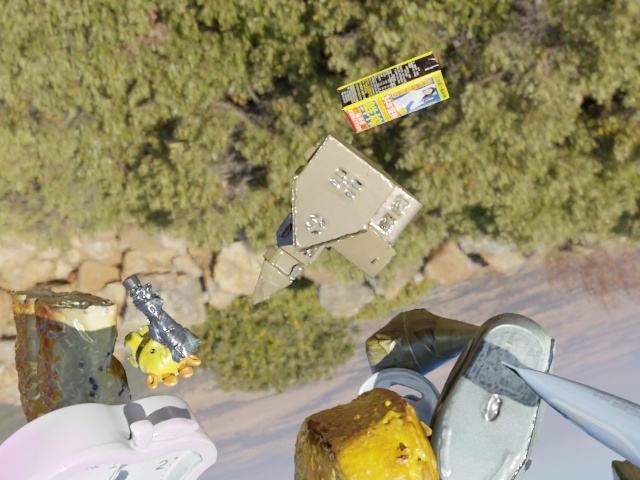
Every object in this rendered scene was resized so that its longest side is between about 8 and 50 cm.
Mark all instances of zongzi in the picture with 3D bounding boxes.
[{"bbox_3d":[0.274,0.210,1.926,0.300,0.145,0.274,-22,-176,27],"label":"zongzi"}]

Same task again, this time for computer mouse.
[{"bbox_3d":[0.327,0.322,1.609,0.203,0.374,0.114,23,172,12],"label":"computer mouse"}]

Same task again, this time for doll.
[{"bbox_3d":[-0.401,0.298,2.103,0.143,0.135,0.221,-26,-145,-33],"label":"doll"}]

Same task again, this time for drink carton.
[{"bbox_3d":[0.118,-0.239,1.365,0.165,0.056,0.071,-20,148,11],"label":"drink carton"}]

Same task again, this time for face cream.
[{"bbox_3d":[0.432,0.264,1.166,0.086,0.385,0.135,-61,147,-5],"label":"face cream"}]

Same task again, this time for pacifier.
[{"bbox_3d":[0.157,0.407,1.768,0.227,0.279,0.207,17,173,18],"label":"pacifier"}]

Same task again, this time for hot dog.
[{"bbox_3d":[-0.549,0.295,1.880,0.196,0.365,0.367,-4,-173,-38],"label":"hot dog"}]

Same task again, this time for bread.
[{"bbox_3d":[0.077,0.433,1.465,0.204,0.337,0.358,-1,-178,-17],"label":"bread"}]

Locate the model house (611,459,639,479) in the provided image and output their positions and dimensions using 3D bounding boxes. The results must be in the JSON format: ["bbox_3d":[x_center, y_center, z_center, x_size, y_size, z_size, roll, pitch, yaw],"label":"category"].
[{"bbox_3d":[0.761,0.611,1.771,0.334,0.382,0.342,25,123,-25],"label":"model house"}]

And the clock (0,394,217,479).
[{"bbox_3d":[-0.329,0.354,1.260,0.338,0.102,0.338,-26,145,-20],"label":"clock"}]

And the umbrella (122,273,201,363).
[{"bbox_3d":[-0.368,0.174,1.902,0.071,0.224,0.080,-31,-171,49],"label":"umbrella"}]

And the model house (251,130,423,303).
[{"bbox_3d":[0.000,0.000,1.130,0.248,0.176,0.181,-52,-176,9],"label":"model house"}]
